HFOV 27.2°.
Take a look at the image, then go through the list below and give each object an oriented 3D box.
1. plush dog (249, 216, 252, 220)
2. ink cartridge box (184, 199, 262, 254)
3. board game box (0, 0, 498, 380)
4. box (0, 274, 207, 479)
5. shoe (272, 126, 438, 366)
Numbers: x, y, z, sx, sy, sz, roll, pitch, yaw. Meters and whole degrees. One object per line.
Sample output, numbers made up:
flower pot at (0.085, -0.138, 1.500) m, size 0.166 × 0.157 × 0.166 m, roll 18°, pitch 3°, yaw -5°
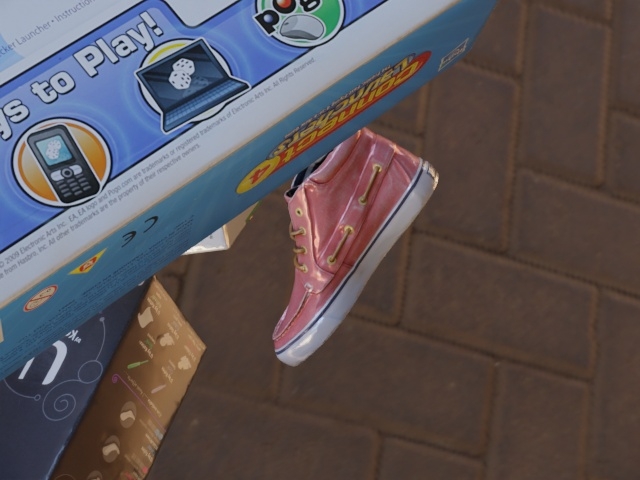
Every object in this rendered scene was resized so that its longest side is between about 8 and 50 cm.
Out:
plush dog at (-0.182, -0.125, 1.815) m, size 0.262 × 0.225 × 0.210 m, roll 41°, pitch 44°, yaw 16°
ink cartridge box at (-0.172, -0.041, 1.171) m, size 0.208 × 0.153 × 0.087 m, roll -7°, pitch 107°, yaw 12°
board game box at (-0.132, -0.131, 0.541) m, size 0.308 × 0.086 × 0.302 m, roll -35°, pitch 79°, yaw -21°
box at (-0.253, 0.167, 1.293) m, size 0.165 × 0.143 × 0.270 m, roll 6°, pitch 57°, yaw 28°
shoe at (0.000, 0.000, 0.931) m, size 0.081 × 0.063 × 0.178 m, roll 33°, pitch 104°, yaw -12°
